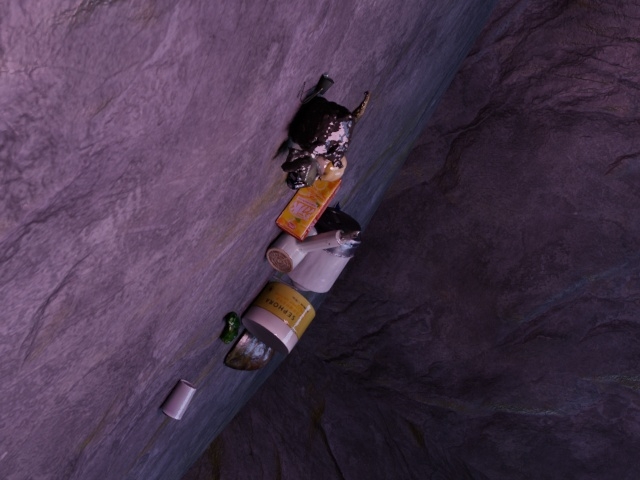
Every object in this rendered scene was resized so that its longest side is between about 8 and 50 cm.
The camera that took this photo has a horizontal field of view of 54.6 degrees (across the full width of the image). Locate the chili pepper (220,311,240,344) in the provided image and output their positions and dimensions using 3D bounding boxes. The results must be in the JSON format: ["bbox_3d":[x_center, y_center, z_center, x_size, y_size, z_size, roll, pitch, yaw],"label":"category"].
[{"bbox_3d":[-0.301,0.291,2.105,0.073,0.050,0.182,-43,163,-31],"label":"chili pepper"}]

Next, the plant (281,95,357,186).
[{"bbox_3d":[-0.004,-0.235,1.488,0.143,0.131,0.203,5,125,-32],"label":"plant"}]

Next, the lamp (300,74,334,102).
[{"bbox_3d":[-0.009,-0.346,1.425,0.054,0.041,0.121,-51,178,27],"label":"lamp"}]

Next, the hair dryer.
[{"bbox_3d":[0.000,0.000,1.961,0.357,0.107,0.173,-10,-150,43],"label":"hair dryer"}]

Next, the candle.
[{"bbox_3d":[-0.010,0.058,2.254,0.342,0.221,0.221,-60,170,22],"label":"candle"}]

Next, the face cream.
[{"bbox_3d":[-0.155,0.286,2.311,0.179,0.218,0.218,-53,171,-24],"label":"face cream"}]

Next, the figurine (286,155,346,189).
[{"bbox_3d":[-0.017,-0.201,1.753,0.196,0.108,0.114,-28,145,-34],"label":"figurine"}]

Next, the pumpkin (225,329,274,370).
[{"bbox_3d":[-0.243,0.413,2.555,0.312,0.148,0.169,-53,176,-42],"label":"pumpkin"}]

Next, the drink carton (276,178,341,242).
[{"bbox_3d":[-0.034,-0.113,1.913,0.222,0.096,0.071,-54,171,-10],"label":"drink carton"}]

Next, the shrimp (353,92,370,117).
[{"bbox_3d":[0.127,-0.417,1.920,0.114,0.023,0.083,-55,170,-44],"label":"shrimp"}]

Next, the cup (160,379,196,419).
[{"bbox_3d":[-0.463,0.515,2.026,0.116,0.074,0.104,-60,-165,-6],"label":"cup"}]

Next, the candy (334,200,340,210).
[{"bbox_3d":[0.006,-0.003,2.531,0.187,0.077,0.331,-60,-178,42],"label":"candy"}]
